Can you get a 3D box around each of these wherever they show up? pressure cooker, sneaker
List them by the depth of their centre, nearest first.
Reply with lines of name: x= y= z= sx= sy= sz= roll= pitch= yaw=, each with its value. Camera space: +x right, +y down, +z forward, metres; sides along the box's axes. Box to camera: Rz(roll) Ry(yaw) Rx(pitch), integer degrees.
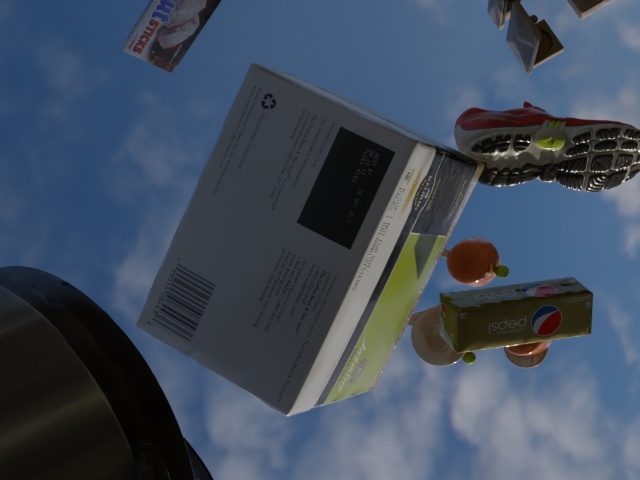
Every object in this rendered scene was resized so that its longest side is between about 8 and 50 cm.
pressure cooker: x=-0.298 y=0.219 z=0.991 sx=0.420 sy=0.375 sz=0.370 roll=-25 pitch=-91 yaw=-46
sneaker: x=0.309 y=-0.140 z=1.651 sx=0.279 sy=0.107 sz=0.118 roll=3 pitch=-142 yaw=-19

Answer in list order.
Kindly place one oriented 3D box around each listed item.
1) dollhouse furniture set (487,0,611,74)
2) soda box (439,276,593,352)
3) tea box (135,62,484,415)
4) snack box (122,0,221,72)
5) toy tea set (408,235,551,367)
dollhouse furniture set: x=0.301 y=-0.333 z=1.619 sx=0.144 sy=0.151 sz=0.123 roll=59 pitch=177 yaw=14
soda box: x=0.240 y=0.091 z=1.529 sx=0.061 sy=0.181 sz=0.058 roll=-129 pitch=34 yaw=-66
tea box: x=0.000 y=0.000 z=1.470 sx=0.329 sy=0.220 sz=0.323 roll=-65 pitch=-20 yaw=7
snack box: x=-0.157 y=-0.255 z=1.376 sx=0.064 sy=0.178 sz=0.022 roll=23 pitch=-129 yaw=-18
toy tea set: x=0.190 y=0.062 z=1.802 sx=0.336 sy=0.200 sz=0.124 roll=53 pitch=-163 yaw=11
